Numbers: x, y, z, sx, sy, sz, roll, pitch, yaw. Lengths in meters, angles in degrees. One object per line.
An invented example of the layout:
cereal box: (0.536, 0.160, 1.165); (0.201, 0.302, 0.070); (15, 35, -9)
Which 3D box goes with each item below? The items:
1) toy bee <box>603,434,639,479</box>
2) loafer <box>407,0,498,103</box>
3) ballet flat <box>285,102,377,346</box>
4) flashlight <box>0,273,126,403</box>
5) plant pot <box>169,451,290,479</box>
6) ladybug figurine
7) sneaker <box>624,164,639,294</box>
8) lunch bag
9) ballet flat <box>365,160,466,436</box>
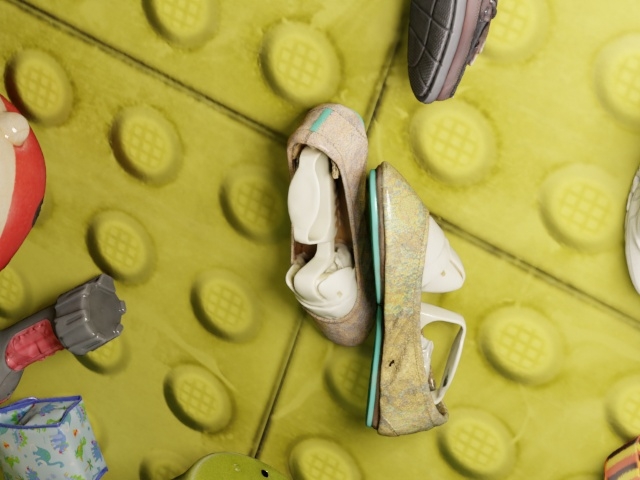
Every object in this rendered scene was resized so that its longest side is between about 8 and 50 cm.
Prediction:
toy bee: (0.422, 0.355, 1.634); (0.298, 0.162, 0.195); (30, 124, 12)
loafer: (0.157, -0.272, 1.491); (0.095, 0.109, 0.303); (-3, 124, -18)
ballet flat: (0.000, 0.000, 1.712); (0.107, 0.106, 0.316); (7, 118, 25)
flashlight: (-0.386, 0.149, 2.006); (0.304, 0.103, 0.103); (-24, 99, 37)
plant pot: (-0.171, 0.468, 1.930); (0.366, 0.366, 0.353); (44, 116, 2)
ladybug figurine: (-0.491, -0.037, 1.892); (0.449, 0.162, 0.305); (-28, 62, 37)
sneaker: (0.357, -0.051, 1.484); (0.110, 0.118, 0.292); (18, 124, 18)
lunch bag: (-0.389, 0.291, 2.088); (0.151, 0.096, 0.129); (-9, 111, 22)
ballet flat: (0.109, 0.069, 1.698); (0.123, 0.123, 0.349); (12, 120, 23)
